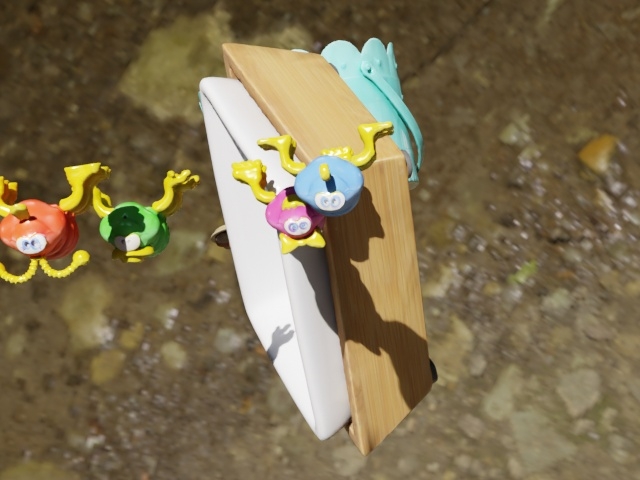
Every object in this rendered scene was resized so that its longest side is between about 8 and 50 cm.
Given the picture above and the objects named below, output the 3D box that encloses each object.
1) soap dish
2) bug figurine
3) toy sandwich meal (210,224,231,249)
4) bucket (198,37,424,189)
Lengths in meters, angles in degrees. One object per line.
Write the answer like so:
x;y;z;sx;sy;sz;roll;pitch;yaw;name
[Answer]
0.000;0.000;1.265;0.118;0.291;0.229;-18;37;-13;soap dish
-0.080;-0.020;1.011;0.279;0.216;0.072;-8;87;8;bug figurine
-0.086;0.000;1.748;0.085;0.085;0.029;-15;71;25;toy sandwich meal
-0.009;-0.129;1.920;0.281;0.281;0.183;-16;85;24;bucket
